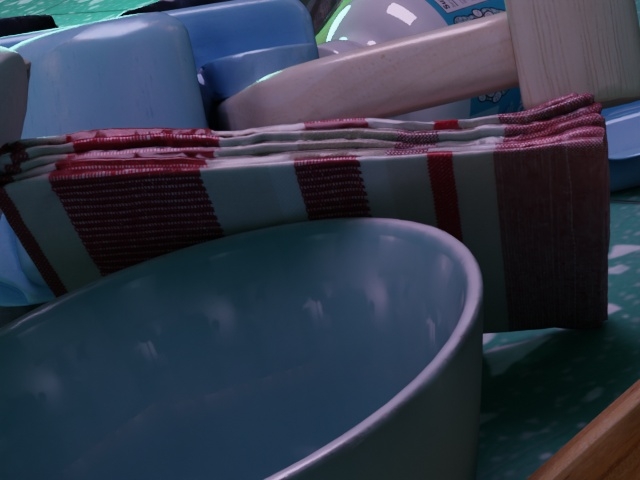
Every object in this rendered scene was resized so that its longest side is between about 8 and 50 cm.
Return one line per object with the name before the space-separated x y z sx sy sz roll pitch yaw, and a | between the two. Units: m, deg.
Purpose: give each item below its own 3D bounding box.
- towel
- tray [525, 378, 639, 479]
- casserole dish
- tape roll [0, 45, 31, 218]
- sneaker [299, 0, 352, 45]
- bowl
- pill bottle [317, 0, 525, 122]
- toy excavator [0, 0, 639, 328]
towel | 0.000 0.000 0.981 0.329 0.237 0.037 -3 62 7
tray | 0.187 0.133 0.725 0.202 0.076 0.411 4 31 47
casserole dish | 0.241 -0.083 1.304 0.114 0.037 0.188 -15 21 11
tape roll | -0.252 0.069 0.890 0.072 0.392 0.392 20 22 -3
sneaker | -0.039 -0.108 1.488 0.482 0.185 0.202 -30 4 -36
bowl | -0.051 0.128 0.818 0.311 0.163 0.311 -16 19 6
pill bottle | 0.104 -0.143 1.379 0.264 0.146 0.146 -23 18 -36
toy excavator | -0.053 -0.069 1.090 0.432 0.222 0.445 -10 2 -8
